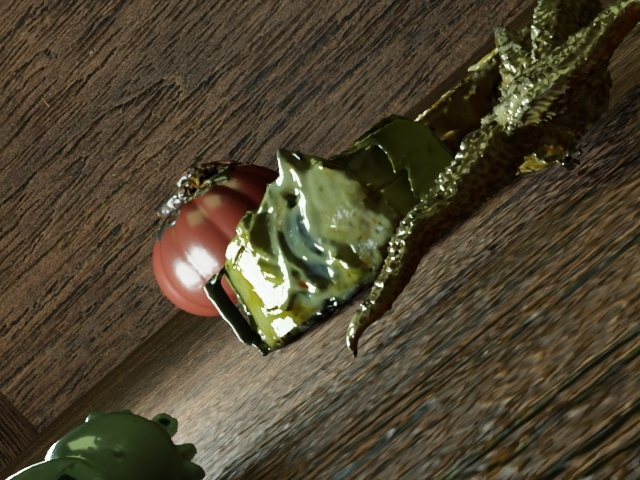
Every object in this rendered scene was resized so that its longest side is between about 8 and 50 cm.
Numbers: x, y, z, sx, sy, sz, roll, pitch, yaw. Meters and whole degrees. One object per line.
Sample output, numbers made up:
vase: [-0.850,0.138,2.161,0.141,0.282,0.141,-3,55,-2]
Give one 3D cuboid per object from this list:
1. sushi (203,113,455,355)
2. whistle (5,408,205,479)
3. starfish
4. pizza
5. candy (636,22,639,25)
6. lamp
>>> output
sushi: [0.003,-0.013,0.929,0.131,0.139,0.291,-36,-3,-46]
whistle: [-0.166,0.190,0.682,0.244,0.110,0.092,-47,-24,-47]
starfish: [0.141,-0.085,0.745,0.301,0.084,0.293,-58,2,30]
pizza: [0.121,-0.107,1.185,0.287,0.074,0.251,-41,5,-7]
candy: [0.291,-0.203,0.984,0.035,0.035,0.123,8,-41,-33]
lamp: [-0.125,-0.004,1.408,0.227,0.227,0.227,-41,5,4]
